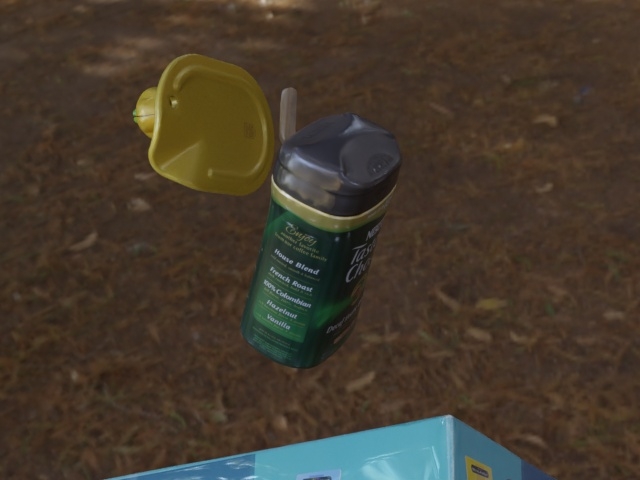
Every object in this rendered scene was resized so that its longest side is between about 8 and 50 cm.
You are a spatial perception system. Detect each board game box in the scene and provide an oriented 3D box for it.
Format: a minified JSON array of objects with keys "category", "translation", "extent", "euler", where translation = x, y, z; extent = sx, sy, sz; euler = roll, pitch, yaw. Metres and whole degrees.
[{"category":"board game box","translation":[-0.005,0.203,0.625],"extent":[0.336,0.253,0.079],"euler":[-18,55,31]}]

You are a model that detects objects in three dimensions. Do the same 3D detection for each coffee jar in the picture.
[{"category":"coffee jar","translation":[0.000,0.000,0.770],"extent":[0.079,0.184,0.096],"euler":[28,38,19]}]

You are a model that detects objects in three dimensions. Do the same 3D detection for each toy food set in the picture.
[{"category":"toy food set","translation":[-0.110,-0.104,1.012],"extent":[0.071,0.128,0.217],"euler":[-5,-6,32]}]
